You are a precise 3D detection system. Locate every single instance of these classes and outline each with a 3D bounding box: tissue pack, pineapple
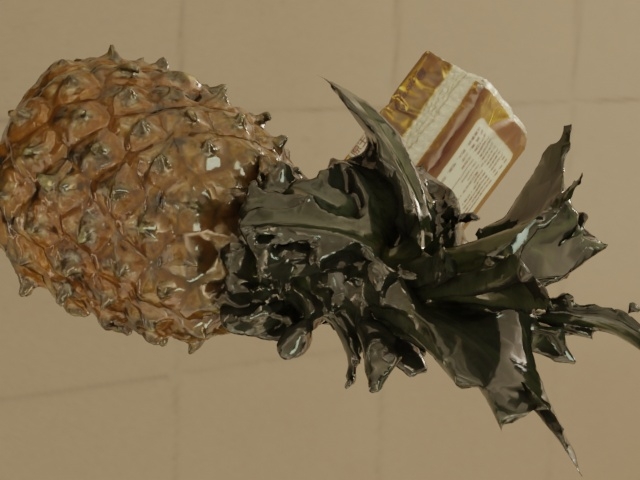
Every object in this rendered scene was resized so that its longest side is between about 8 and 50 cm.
[{"bbox_3d":[0.088,-0.047,1.486,0.226,0.092,0.183,-56,157,-1],"label":"tissue pack"},{"bbox_3d":[0.001,-0.001,0.813,0.165,0.364,0.165,-31,127,-51],"label":"pineapple"}]
